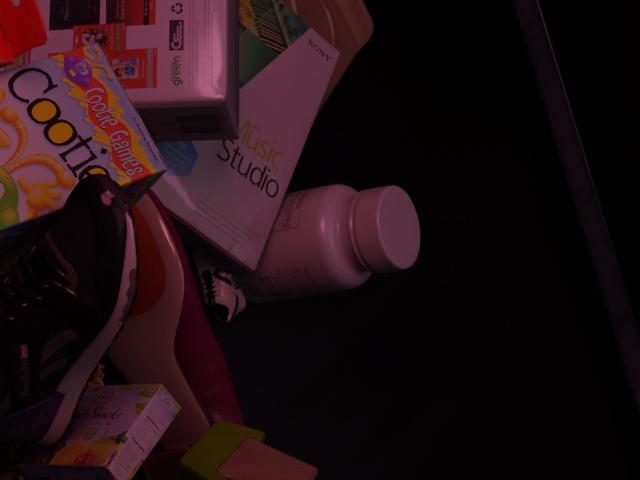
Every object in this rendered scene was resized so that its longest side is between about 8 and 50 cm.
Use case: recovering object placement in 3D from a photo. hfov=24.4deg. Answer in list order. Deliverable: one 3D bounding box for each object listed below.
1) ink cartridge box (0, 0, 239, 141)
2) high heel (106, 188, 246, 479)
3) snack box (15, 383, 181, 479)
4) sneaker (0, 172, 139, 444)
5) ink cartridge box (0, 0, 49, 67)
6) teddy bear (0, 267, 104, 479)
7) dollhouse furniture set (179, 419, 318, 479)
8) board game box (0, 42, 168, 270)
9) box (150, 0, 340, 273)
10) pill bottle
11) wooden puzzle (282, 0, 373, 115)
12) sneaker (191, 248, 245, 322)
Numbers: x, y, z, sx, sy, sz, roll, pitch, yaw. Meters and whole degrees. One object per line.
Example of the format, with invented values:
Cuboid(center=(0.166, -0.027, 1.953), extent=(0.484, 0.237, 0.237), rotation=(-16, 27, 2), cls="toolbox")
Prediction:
Cuboid(center=(-0.227, -0.269, 1.600), extent=(0.130, 0.271, 0.310), rotation=(77, 12, -75), cls="ink cartridge box")
Cuboid(center=(-0.163, 0.116, 1.672), extent=(0.181, 0.127, 0.377), rotation=(-12, 95, -71), cls="high heel")
Cuboid(center=(-0.207, 0.181, 1.374), extent=(0.037, 0.141, 0.100), rotation=(54, 51, -26), cls="snack box")
Cuboid(center=(-0.252, 0.070, 1.285), extent=(0.124, 0.107, 0.283), rotation=(3, 123, -39), cls="sneaker")
Cuboid(center=(-0.361, -0.197, 1.312), extent=(0.078, 0.231, 0.134), rotation=(-23, 95, -57), cls="ink cartridge box")
Cuboid(center=(-0.299, 0.115, 1.467), extent=(0.245, 0.113, 0.338), rotation=(27, 67, -43), cls="teddy bear")
Cuboid(center=(-0.091, 0.371, 1.535), extent=(0.197, 0.151, 0.302), rotation=(-45, 147, -48), cls="dollhouse furniture set")
Cuboid(center=(-0.305, -0.054, 1.342), extent=(0.275, 0.144, 0.142), rotation=(-25, 81, -37), cls="board game box")
Cuboid(center=(-0.116, -0.154, 1.754), extent=(0.232, 0.058, 0.322), rotation=(37, 62, -35), cls="box")
Cuboid(center=(0.000, 0.000, 1.822), extent=(0.131, 0.229, 0.131), rotation=(21, 64, -53), cls="pill bottle")
Cuboid(center=(-0.086, -0.303, 1.927), extent=(0.322, 0.080, 0.348), rotation=(60, 42, -27), cls="wooden puzzle")
Cuboid(center=(-0.126, 0.052, 1.790), extent=(0.109, 0.040, 0.044), rotation=(62, 39, -24), cls="sneaker")
